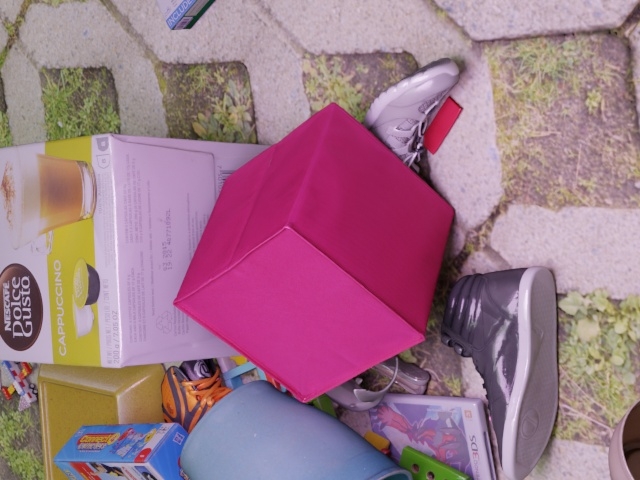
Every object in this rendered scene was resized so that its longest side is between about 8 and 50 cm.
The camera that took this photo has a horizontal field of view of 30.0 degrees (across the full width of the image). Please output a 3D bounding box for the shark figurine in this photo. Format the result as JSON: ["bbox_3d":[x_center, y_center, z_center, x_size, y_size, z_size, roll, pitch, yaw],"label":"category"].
[{"bbox_3d":[0.013,0.212,1.796,0.278,0.116,0.166,-138,47,-56],"label":"shark figurine"}]

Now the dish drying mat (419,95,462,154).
[{"bbox_3d":[0.172,-0.164,1.705,0.032,0.008,0.083,47,125,25],"label":"dish drying mat"}]

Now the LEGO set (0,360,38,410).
[{"bbox_3d":[-0.649,0.237,2.436,0.244,0.060,0.182,8,107,38],"label":"LEGO set"}]

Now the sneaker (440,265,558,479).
[{"bbox_3d":[0.242,0.177,1.653,0.147,0.104,0.295,5,95,41],"label":"sneaker"}]

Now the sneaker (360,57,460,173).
[{"bbox_3d":[0.118,-0.153,1.711,0.115,0.105,0.281,49,133,4],"label":"sneaker"}]

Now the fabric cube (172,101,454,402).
[{"bbox_3d":[-0.004,0.022,1.658,0.254,0.258,0.259,40,132,-22],"label":"fabric cube"}]

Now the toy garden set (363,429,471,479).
[{"bbox_3d":[0.115,0.414,1.784,0.204,0.049,0.244,22,110,31],"label":"toy garden set"}]

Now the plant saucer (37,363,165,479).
[{"bbox_3d":[-0.424,0.375,2.257,0.333,0.081,0.332,4,101,39],"label":"plant saucer"}]

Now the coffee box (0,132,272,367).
[{"bbox_3d":[-0.298,0.017,1.890,0.334,0.338,0.337,-2,90,41],"label":"coffee box"}]

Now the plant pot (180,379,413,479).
[{"bbox_3d":[-0.054,0.347,1.700,0.255,0.272,0.271,41,121,26],"label":"plant pot"}]

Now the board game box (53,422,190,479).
[{"bbox_3d":[-0.254,0.440,1.999,0.302,0.086,0.308,-11,124,49],"label":"board game box"}]

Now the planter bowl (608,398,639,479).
[{"bbox_3d":[0.427,0.281,1.491,0.162,0.162,0.109,56,154,18],"label":"planter bowl"}]

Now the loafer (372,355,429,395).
[{"bbox_3d":[0.107,0.196,1.804,0.125,0.045,0.039,28,123,30],"label":"loafer"}]

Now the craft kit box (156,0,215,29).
[{"bbox_3d":[-0.215,-0.514,1.936,0.250,0.061,0.246,-39,76,37],"label":"craft kit box"}]

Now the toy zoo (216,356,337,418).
[{"bbox_3d":[-0.091,0.200,1.976,0.192,0.030,0.293,-28,80,40],"label":"toy zoo"}]

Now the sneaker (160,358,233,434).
[{"bbox_3d":[-0.164,0.264,1.946,0.321,0.124,0.180,-22,85,41],"label":"sneaker"}]

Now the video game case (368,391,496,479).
[{"bbox_3d":[0.166,0.318,1.773,0.201,0.023,0.183,-2,104,40],"label":"video game case"}]
